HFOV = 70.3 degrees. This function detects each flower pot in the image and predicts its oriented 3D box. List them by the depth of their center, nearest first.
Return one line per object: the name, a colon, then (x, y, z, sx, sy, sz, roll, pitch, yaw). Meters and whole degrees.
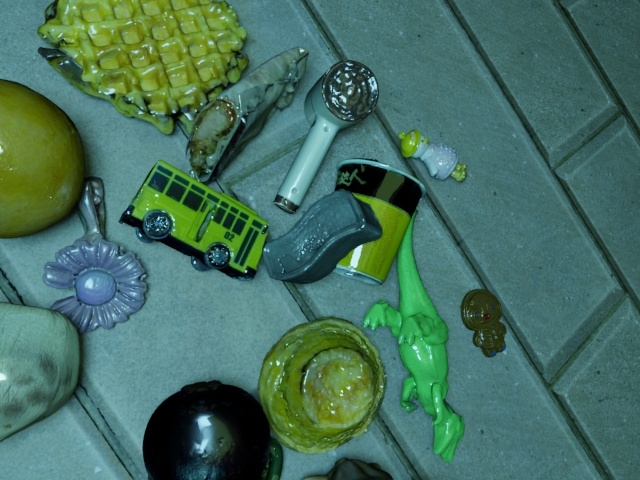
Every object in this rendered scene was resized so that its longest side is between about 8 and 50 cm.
flower pot: (0.000, 0.000, 0.890, 0.229, 0.108, 0.103, -36, 69, 14)

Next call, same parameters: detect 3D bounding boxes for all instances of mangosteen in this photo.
mangosteen: (-0.196, 0.365, 0.794, 0.242, 0.243, 0.243, 4, 78, -20)

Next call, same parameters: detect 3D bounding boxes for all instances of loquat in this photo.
loquat: (-0.528, -0.130, 0.743, 0.262, 0.263, 0.264, 4, 78, -20)

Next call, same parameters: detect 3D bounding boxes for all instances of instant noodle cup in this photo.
instant noodle cup: (0.103, -0.034, 1.009, 0.215, 0.215, 0.236, 20, 82, -16)

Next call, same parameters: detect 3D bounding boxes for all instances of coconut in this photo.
coconut: (-0.496, 0.211, 0.715, 0.224, 0.224, 0.225, 4, 78, -20)

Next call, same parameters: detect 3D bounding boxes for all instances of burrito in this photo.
burrito: (-0.156, -0.277, 0.961, 0.107, 0.175, 0.348, 37, 68, 8)

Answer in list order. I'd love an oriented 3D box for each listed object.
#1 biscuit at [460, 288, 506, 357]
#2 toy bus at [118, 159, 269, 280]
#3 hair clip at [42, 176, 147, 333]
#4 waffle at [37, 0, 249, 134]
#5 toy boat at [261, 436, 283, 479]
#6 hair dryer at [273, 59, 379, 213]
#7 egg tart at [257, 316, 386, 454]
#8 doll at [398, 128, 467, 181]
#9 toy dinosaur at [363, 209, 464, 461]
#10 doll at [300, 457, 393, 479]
biscuit: (0.425, 0.208, 1.167, 0.124, 0.026, 0.175, -19, 86, -23)
toy bus: (-0.234, -0.031, 0.884, 0.262, 0.128, 0.150, 31, 71, -24)
hair clip: (-0.424, 0.017, 0.851, 0.172, 0.069, 0.301, -7, 82, -25)
waffle: (-0.353, -0.424, 0.958, 0.381, 0.095, 0.380, 31, 69, -10)
toy boat: (-0.138, 0.484, 0.877, 0.104, 0.052, 0.211, 28, 72, -12)
hair dryer: (-0.013, -0.209, 1.015, 0.128, 0.203, 0.362, 27, 90, -14)
egg tart: (0.016, 0.298, 0.937, 0.293, 0.123, 0.295, 4, 78, -19)
doll: (0.285, -0.220, 1.172, 0.207, 0.081, 0.129, 29, 51, -11)
toy dinosaur: (0.276, 0.204, 1.076, 0.374, 0.143, 0.500, 48, 48, -29)
doll: (0.073, 0.600, 0.851, 0.317, 0.209, 0.340, 14, 72, -21)
